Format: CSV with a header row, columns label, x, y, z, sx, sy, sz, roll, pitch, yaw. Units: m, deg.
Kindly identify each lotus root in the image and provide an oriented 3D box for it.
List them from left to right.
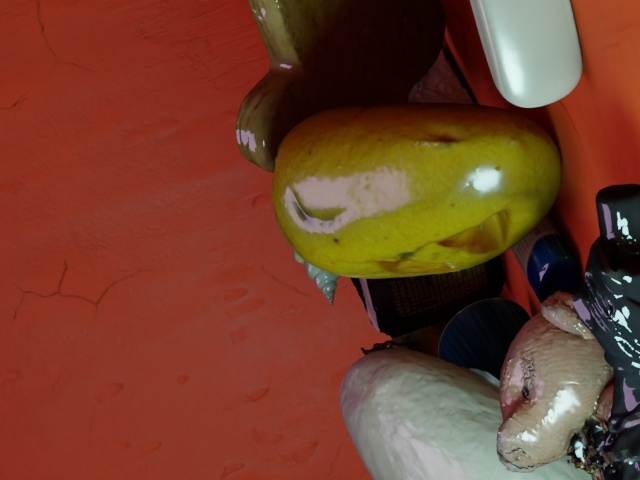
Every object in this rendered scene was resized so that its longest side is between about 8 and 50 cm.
label,x,y,z,sx,sy,sz,roll,pitch,yaw
lotus root,0.164,0.160,2.262,0.278,0.154,0.154,-13,-97,-53

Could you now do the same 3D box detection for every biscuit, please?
label,x,y,z,sx,sy,sz,roll,pitch,yaw
biscuit,-0.006,-0.283,1.808,0.076,0.368,0.394,12,132,37

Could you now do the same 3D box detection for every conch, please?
label,x,y,z,sx,sy,sz,roll,pitch,yaw
conch,-0.007,0.003,2.131,0.088,0.065,0.180,77,176,-69

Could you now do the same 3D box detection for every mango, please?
label,x,y,z,sx,sy,sz,roll,pitch,yaw
mango,0.099,-0.062,1.649,0.365,0.253,0.182,-19,69,56

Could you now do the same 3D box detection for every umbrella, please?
label,x,y,z,sx,sy,sz,roll,pitch,yaw
umbrella,0.257,0.086,1.271,0.110,0.122,0.272,1,112,41

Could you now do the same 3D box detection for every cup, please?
label,x,y,z,sx,sy,sz,roll,pitch,yaw
cup,0.248,0.178,2.017,0.176,0.131,0.155,38,-168,-31

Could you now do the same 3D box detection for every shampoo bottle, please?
label,x,y,z,sx,sy,sz,roll,pitch,yaw
shampoo bottle,0.227,-0.007,1.729,0.183,0.050,0.087,-111,9,-48

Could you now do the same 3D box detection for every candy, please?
label,x,y,z,sx,sy,sz,roll,pitch,yaw
candy,0.187,0.290,1.850,0.427,0.186,0.386,39,167,25

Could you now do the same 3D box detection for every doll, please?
label,x,y,z,sx,sy,sz,roll,pitch,yaw
doll,0.254,0.205,1.468,0.303,0.156,0.201,60,164,29

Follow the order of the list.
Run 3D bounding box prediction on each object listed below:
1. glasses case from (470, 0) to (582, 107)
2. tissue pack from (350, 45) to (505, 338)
label,x,y,z,sx,sy,sz,roll,pitch,yaw
glasses case,0.164,-0.211,1.340,0.051,0.081,0.204,-124,17,-73
tissue pack,0.109,-0.066,2.099,0.370,0.210,0.198,75,178,-49
